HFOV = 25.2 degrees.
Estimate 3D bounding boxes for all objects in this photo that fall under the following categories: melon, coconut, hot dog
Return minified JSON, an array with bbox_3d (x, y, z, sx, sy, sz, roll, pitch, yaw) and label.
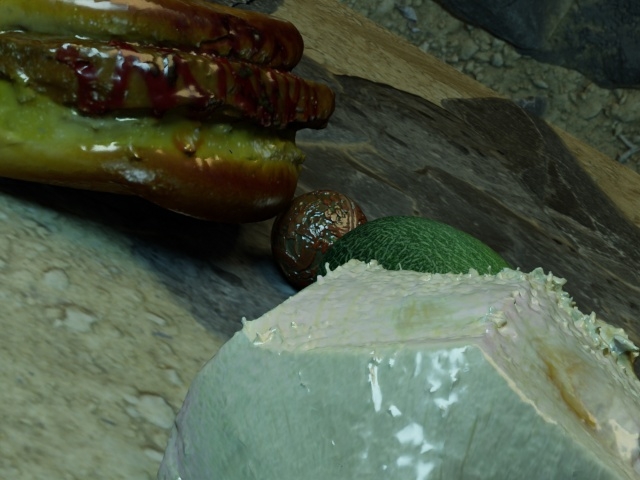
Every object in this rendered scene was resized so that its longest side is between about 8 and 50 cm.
[{"bbox_3d":[0.093,0.083,1.182,0.182,0.182,0.287,9,32,-46],"label":"melon"},{"bbox_3d":[0.060,0.154,0.837,0.297,0.297,0.309,34,18,6],"label":"coconut"},{"bbox_3d":[-0.134,-0.125,1.273,0.223,0.185,0.405,19,10,36],"label":"hot dog"}]

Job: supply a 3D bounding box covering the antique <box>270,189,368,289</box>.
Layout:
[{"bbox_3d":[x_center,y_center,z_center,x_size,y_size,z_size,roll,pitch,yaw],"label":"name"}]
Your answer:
[{"bbox_3d":[0.000,0.000,1.354,0.104,0.104,0.104,28,21,-12],"label":"antique"}]
